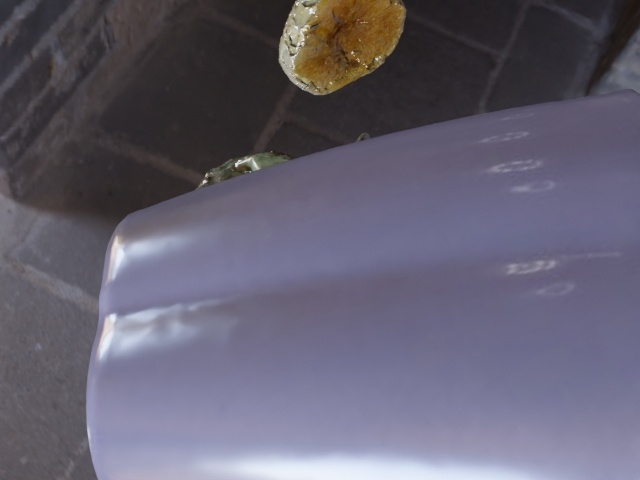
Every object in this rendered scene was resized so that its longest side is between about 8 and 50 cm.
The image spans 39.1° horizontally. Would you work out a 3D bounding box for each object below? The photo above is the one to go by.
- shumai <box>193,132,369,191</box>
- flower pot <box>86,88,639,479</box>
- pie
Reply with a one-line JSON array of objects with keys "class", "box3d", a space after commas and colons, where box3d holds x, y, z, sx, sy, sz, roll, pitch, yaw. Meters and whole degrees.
[{"class": "shumai", "box3d": [0.000, 0.000, 1.447, 0.395, 0.348, 0.395, 19, 58, -34]}, {"class": "flower pot", "box3d": [0.032, 0.067, 0.443, 0.243, 0.265, 0.265, -4, 65, 9]}, {"class": "pie", "box3d": [0.031, -0.281, 1.196, 0.195, 0.195, 0.046, -29, 56, -19]}]
